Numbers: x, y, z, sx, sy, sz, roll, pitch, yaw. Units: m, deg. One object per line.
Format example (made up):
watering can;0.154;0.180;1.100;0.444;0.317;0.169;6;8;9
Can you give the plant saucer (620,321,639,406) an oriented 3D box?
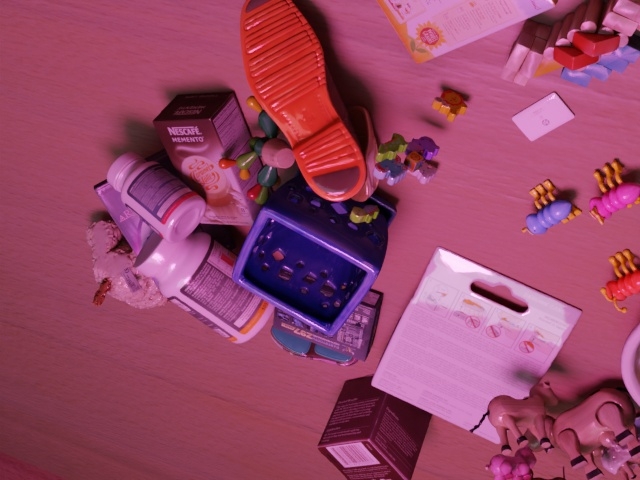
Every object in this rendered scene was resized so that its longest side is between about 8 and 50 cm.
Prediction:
plant saucer;0.731;0.207;1.271;0.400;0.101;0.401;16;135;16

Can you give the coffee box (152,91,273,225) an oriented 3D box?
coffee box;-0.203;-0.154;1.443;0.141;0.098;0.247;2;131;29

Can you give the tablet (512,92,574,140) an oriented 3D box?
tablet;0.350;-0.194;1.170;0.054;0.006;0.083;44;136;-15

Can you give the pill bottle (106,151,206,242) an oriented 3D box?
pill bottle;-0.319;-0.089;1.432;0.180;0.108;0.108;39;139;14

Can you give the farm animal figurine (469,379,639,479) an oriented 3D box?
farm animal figurine;0.477;0.377;1.469;0.326;0.172;0.330;-22;129;8

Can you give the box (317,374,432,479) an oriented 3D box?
box;0.131;0.448;1.754;0.168;0.203;0.167;-21;118;41

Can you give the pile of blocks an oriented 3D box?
pile of blocks;0.404;-0.268;0.992;0.362;0.113;0.149;-21;118;41

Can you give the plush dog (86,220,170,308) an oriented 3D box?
plush dog;-0.434;0.093;1.763;0.262;0.211;0.225;10;158;20

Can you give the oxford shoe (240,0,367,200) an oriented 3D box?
oxford shoe;-0.028;-0.236;1.232;0.129;0.133;0.364;-21;93;12

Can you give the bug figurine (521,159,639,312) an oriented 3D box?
bug figurine;0.481;-0.006;1.228;0.279;0.072;0.216;38;137;-8

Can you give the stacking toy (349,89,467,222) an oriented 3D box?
stacking toy;0.135;-0.133;1.197;0.052;0.221;0.167;42;143;19

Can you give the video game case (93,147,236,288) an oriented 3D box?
video game case;-0.322;-0.048;1.574;0.196;0.026;0.274;-29;123;-5

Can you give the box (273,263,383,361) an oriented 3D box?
box;0.012;0.157;1.648;0.232;0.059;0.184;19;134;13

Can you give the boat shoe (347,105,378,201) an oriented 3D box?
boat shoe;0.073;-0.157;1.320;0.062;0.059;0.170;10;113;30

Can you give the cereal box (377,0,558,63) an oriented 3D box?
cereal box;0.193;-0.366;1.048;0.240;0.047;0.173;-13;123;44

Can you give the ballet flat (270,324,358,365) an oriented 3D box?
ballet flat;-0.014;0.253;1.755;0.221;0.077;0.079;15;155;16

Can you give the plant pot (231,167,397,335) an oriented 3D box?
plant pot;0.000;0.000;1.395;0.235;0.212;0.236;30;137;1

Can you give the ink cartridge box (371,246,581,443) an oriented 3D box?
ink cartridge box;0.313;0.210;1.545;0.308;0.091;0.385;25;121;7

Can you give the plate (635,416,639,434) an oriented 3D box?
plate;0.710;0.416;1.537;0.188;0.024;0.188;15;135;15

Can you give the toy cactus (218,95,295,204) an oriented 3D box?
toy cactus;-0.099;-0.165;1.296;0.112;0.180;0.219;7;103;-25

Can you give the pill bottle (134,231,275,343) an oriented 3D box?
pill bottle;-0.236;0.081;1.552;0.278;0.162;0.162;39;138;-21
